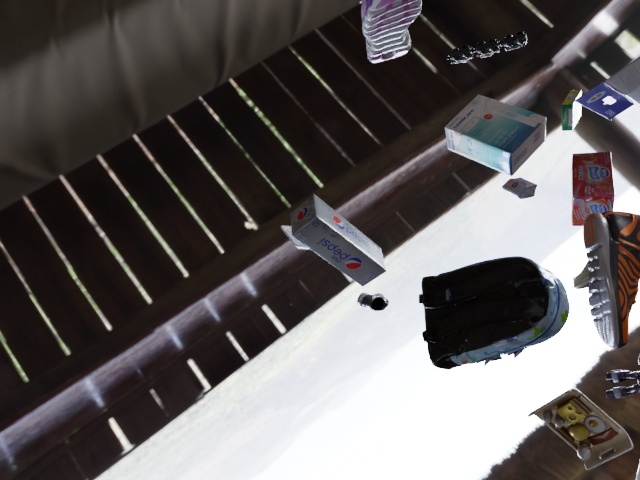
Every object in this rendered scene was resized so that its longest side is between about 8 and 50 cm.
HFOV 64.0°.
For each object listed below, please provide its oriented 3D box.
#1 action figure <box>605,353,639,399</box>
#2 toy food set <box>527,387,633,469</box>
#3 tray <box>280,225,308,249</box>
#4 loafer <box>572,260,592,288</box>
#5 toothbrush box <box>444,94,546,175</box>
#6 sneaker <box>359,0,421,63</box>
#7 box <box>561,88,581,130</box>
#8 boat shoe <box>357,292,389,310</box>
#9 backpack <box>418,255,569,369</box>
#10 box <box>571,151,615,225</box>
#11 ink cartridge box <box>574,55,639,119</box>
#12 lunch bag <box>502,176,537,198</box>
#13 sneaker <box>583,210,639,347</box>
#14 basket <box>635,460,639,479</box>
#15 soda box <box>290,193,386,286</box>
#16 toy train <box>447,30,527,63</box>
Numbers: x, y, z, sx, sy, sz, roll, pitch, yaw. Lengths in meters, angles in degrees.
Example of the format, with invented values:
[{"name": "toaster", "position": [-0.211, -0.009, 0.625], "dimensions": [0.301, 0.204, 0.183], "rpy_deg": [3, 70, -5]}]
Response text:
[{"name": "action figure", "position": [1.107, 0.481, 1.756], "dimensions": [0.099, 0.186, 0.285], "rpy_deg": [1, 161, -11]}, {"name": "toy food set", "position": [1.001, 0.734, 1.988], "dimensions": [0.220, 0.306, 0.092], "rpy_deg": [-53, 173, 35]}, {"name": "tray", "position": [0.000, 0.000, 1.805], "dimensions": [0.270, 0.145, 0.030], "rpy_deg": [4, 118, -31]}, {"name": "loafer", "position": [0.901, 0.054, 1.622], "dimensions": [0.101, 0.092, 0.268], "rpy_deg": [2, 138, -40]}, {"name": "toothbrush box", "position": [0.653, -0.401, 1.921], "dimensions": [0.216, 0.295, 0.126], "rpy_deg": [-43, 140, -14]}, {"name": "sneaker", "position": [0.107, -0.391, 0.865], "dimensions": [0.095, 0.105, 0.236], "rpy_deg": [-14, 178, 3]}, {"name": "box", "position": [0.938, -0.489, 1.907], "dimensions": [0.179, 0.043, 0.105], "rpy_deg": [-47, 131, -43]}, {"name": "boat shoe", "position": [0.235, 0.256, 2.099], "dimensions": [0.228, 0.076, 0.080], "rpy_deg": [24, 86, -55]}, {"name": "backpack", "position": [0.478, 0.183, 1.391], "dimensions": [0.273, 0.290, 0.355], "rpy_deg": [18, 143, -27]}, {"name": "box", "position": [0.907, -0.175, 1.713], "dimensions": [0.257, 0.122, 0.128], "rpy_deg": [-64, 146, -43]}, {"name": "ink cartridge box", "position": [0.816, -0.385, 1.208], "dimensions": [0.324, 0.072, 0.330], "rpy_deg": [-4, 153, -47]}, {"name": "lunch bag", "position": [0.629, -0.166, 1.619], "dimensions": [0.083, 0.071, 0.053], "rpy_deg": [-14, 123, -24]}, {"name": "sneaker", "position": [0.730, 0.086, 1.186], "dimensions": [0.180, 0.321, 0.124], "rpy_deg": [-1, 174, 6]}, {"name": "basket", "position": [1.252, 0.727, 1.641], "dimensions": [0.328, 0.331, 0.266], "rpy_deg": [-65, 158, -16]}, {"name": "soda box", "position": [0.050, 0.005, 1.372], "dimensions": [0.091, 0.098, 0.286], "rpy_deg": [-37, 126, 24]}, {"name": "toy train", "position": [0.339, -0.392, 1.046], "dimensions": [0.158, 0.027, 0.036], "rpy_deg": [-5, 172, 28]}]
